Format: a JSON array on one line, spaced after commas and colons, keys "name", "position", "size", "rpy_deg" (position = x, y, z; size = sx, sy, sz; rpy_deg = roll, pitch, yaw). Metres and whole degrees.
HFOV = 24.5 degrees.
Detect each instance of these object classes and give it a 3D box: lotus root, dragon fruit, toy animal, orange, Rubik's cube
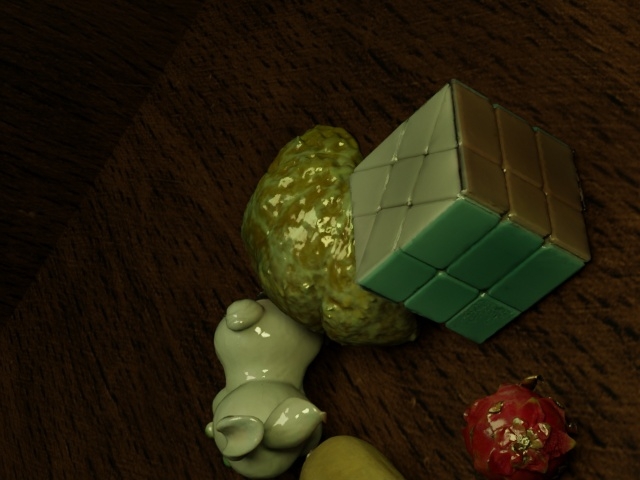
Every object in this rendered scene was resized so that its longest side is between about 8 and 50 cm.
[{"name": "lotus root", "position": [0.048, 0.353, 1.996], "size": [0.146, 0.131, 0.303], "rpy_deg": [-61, 28, 2]}, {"name": "dragon fruit", "position": [0.237, 0.239, 1.789], "size": [0.136, 0.133, 0.166], "rpy_deg": [-26, 20, -22]}, {"name": "toy animal", "position": [-0.082, 0.236, 2.247], "size": [0.247, 0.183, 0.310], "rpy_deg": [97, 179, -51]}, {"name": "orange", "position": [0.000, 0.000, 2.188], "size": [0.270, 0.210, 0.368], "rpy_deg": [101, 152, -43]}, {"name": "Rubik's cube", "position": [0.196, -0.035, 1.972], "size": [0.231, 0.225, 0.221], "rpy_deg": [-42, 34, 35]}]
